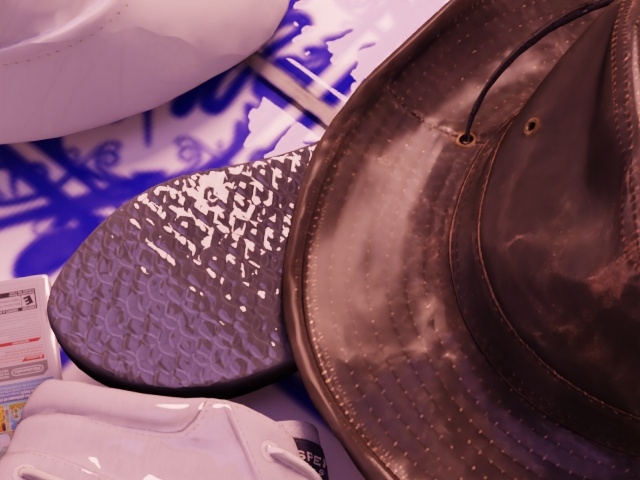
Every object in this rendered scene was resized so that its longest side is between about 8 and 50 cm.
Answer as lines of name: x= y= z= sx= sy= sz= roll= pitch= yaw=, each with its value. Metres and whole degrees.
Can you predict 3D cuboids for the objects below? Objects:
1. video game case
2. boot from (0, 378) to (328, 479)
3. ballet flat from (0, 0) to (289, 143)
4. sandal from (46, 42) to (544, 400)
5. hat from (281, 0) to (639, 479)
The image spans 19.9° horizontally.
video game case: x=-0.151 y=0.076 z=0.774 sx=0.087 sy=0.011 sz=0.122 roll=-9 pitch=62 yaw=-5
boot: x=-0.008 y=0.124 z=0.702 sx=0.258 sy=0.095 sz=0.123 roll=15 pitch=56 yaw=2
ballet flat: x=-0.210 y=-0.112 z=0.810 sx=0.400 sy=0.139 sz=0.139 roll=-8 pitch=62 yaw=-4
sandal: x=0.001 y=0.000 z=0.798 sx=0.254 sy=0.054 sz=0.097 roll=-27 pitch=71 yaw=-24
hat: x=0.154 y=-0.012 z=0.728 sx=0.331 sy=0.134 sz=0.331 roll=5 pitch=63 yaw=-10
